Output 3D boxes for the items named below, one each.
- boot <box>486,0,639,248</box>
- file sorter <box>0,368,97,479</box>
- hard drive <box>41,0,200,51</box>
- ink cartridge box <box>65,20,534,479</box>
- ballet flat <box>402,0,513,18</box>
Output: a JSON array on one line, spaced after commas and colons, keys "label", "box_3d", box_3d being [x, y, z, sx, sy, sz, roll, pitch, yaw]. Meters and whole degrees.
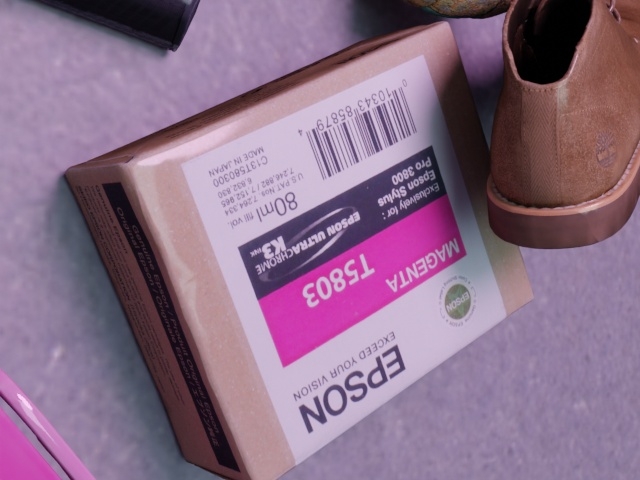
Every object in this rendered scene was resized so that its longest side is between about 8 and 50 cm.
[{"label": "boot", "box_3d": [0.172, -0.120, 0.613, 0.305, 0.112, 0.115, -55, 140, -52]}, {"label": "file sorter", "box_3d": [-0.211, 0.189, 0.381, 0.291, 0.182, 0.202, -43, 114, -25]}, {"label": "hard drive", "box_3d": [-0.106, -0.248, 0.512, 0.172, 0.054, 0.254, 16, 83, -33]}, {"label": "ink cartridge box", "box_3d": [0.000, 0.000, 0.575, 0.235, 0.088, 0.193, -30, 107, -31]}, {"label": "ballet flat", "box_3d": [0.055, -0.305, 0.579, 0.123, 0.123, 0.348, -16, 98, -33]}]
